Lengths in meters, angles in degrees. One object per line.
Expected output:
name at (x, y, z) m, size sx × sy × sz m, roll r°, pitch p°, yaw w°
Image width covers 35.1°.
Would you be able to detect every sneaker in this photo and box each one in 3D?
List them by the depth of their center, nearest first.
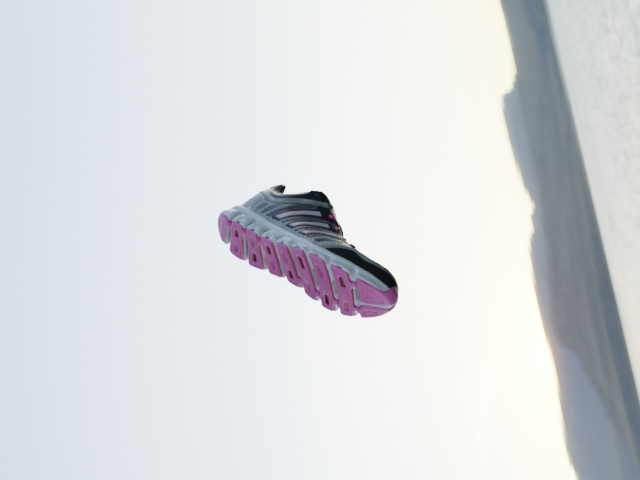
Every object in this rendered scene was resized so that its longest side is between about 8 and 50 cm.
sneaker at (0.000, 0.000, 0.800) m, size 0.075 × 0.170 × 0.063 m, roll -44°, pitch -38°, yaw -29°
